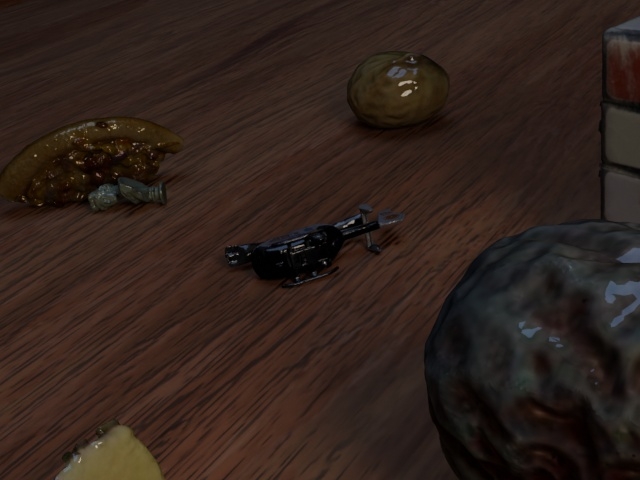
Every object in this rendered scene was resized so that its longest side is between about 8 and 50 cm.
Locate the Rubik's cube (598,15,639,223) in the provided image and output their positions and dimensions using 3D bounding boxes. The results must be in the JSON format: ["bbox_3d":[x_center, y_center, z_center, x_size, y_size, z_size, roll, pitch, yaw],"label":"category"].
[{"bbox_3d":[0.421,-0.083,0.800,0.256,0.259,0.253,-25,32,-32],"label":"Rubik's cube"}]

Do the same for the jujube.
[{"bbox_3d":[0.213,0.100,0.531,0.317,0.226,0.226,10,30,42],"label":"jujube"}]

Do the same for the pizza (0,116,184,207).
[{"bbox_3d":[-0.298,-0.101,1.195,0.246,0.127,0.058,-8,47,-19],"label":"pizza"}]

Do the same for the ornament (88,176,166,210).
[{"bbox_3d":[-0.243,-0.062,1.169,0.092,0.041,0.068,-2,5,30],"label":"ornament"}]

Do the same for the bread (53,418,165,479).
[{"bbox_3d":[-0.183,0.197,0.474,0.135,0.178,0.240,14,35,33],"label":"bread"}]

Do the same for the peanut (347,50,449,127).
[{"bbox_3d":[0.110,-0.219,1.329,0.140,0.109,0.159,-3,13,-17],"label":"peanut"}]

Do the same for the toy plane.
[{"bbox_3d":[0.001,0.000,0.974,0.197,0.054,0.078,-18,19,-13],"label":"toy plane"}]
